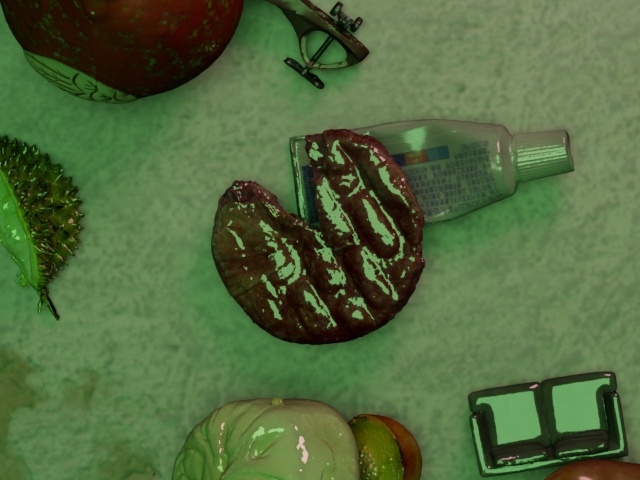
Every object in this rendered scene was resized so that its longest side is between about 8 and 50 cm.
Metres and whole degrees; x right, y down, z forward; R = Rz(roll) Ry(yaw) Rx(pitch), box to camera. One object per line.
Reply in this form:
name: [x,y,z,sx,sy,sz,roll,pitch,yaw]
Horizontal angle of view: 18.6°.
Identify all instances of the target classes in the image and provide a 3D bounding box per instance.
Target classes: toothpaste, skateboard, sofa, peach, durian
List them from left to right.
durian: [-0.295,-0.027,1.975,0.100,0.086,0.215,-33,81,39]
skateboard: [-0.023,-0.217,1.944,0.151,0.067,0.080,38,103,2]
peach: [0.060,0.217,1.924,0.098,0.061,0.098,-1,89,42]
toothpaste: [0.109,-0.066,1.927,0.282,0.068,0.099,-8,58,16]
sofa: [0.220,0.178,1.905,0.147,0.060,0.085,-9,88,7]

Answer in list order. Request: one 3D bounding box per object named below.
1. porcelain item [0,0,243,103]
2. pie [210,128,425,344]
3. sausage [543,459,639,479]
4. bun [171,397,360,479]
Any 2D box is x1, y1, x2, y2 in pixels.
porcelain item: [-0.202,-0.249,1.870,0.253,0.253,0.253,0,89,7]
pie: [0.000,0.000,1.918,0.219,0.054,0.204,-17,93,18]
sausage: [0.321,0.269,1.841,0.259,0.113,0.113,13,91,-10]
bun: [-0.052,0.259,1.882,0.229,0.145,0.229,-1,88,21]
